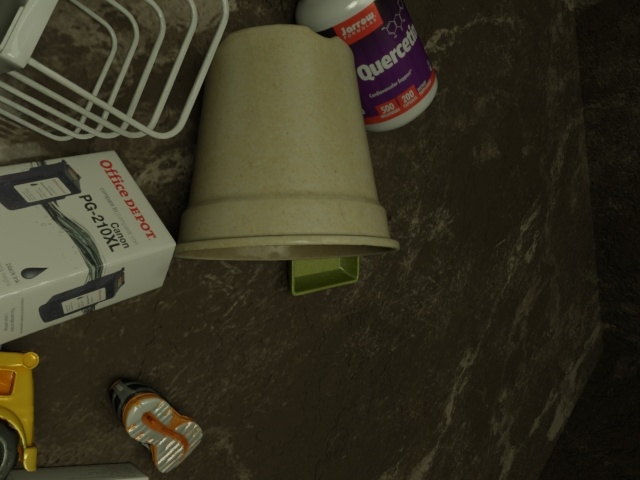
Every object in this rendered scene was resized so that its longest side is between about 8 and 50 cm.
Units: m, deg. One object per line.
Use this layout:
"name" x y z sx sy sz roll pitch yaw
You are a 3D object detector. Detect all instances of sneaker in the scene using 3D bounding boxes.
"sneaker" -0.249 0.277 0.794 0.084 0.083 0.214 -41 142 -28

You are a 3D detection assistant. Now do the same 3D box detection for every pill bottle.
"pill bottle" 0.076 -0.366 0.942 0.181 0.182 0.323 -57 131 -23

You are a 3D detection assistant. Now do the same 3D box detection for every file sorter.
"file sorter" -0.259 -0.217 0.559 0.173 0.278 0.192 29 76 -46

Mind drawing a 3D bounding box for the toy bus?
"toy bus" -0.425 0.161 0.558 0.220 0.150 0.211 11 75 -43

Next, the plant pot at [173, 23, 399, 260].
"plant pot" -0.057 -0.130 0.783 0.334 0.334 0.305 4 82 -46

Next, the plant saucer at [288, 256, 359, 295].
"plant saucer" 0.000 0.000 1.021 0.188 0.045 0.188 -7 101 -45

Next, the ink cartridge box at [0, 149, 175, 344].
"ink cartridge box" -0.317 0.001 0.599 0.237 0.172 0.100 -21 154 -41

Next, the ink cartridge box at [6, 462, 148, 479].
"ink cartridge box" -0.399 0.434 0.672 0.296 0.066 0.261 20 81 -45
